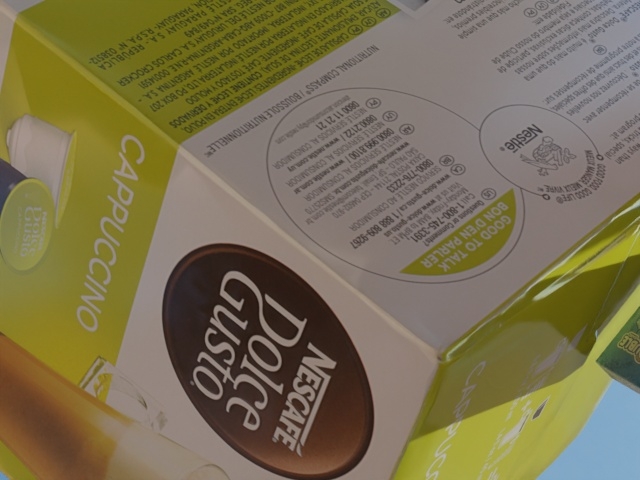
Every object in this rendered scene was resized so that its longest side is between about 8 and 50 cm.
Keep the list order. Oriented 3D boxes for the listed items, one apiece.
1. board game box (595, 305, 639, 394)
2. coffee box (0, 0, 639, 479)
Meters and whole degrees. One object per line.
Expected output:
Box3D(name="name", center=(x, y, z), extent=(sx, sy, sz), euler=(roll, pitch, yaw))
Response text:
Box3D(name="board game box", center=(0.210, 0.052, 1.019), extent=(0.020, 0.090, 0.090), euler=(41, -95, -29))
Box3D(name="coffee box", center=(0.000, 0.000, 1.085), extent=(0.338, 0.334, 0.337), euler=(-35, -25, -40))
